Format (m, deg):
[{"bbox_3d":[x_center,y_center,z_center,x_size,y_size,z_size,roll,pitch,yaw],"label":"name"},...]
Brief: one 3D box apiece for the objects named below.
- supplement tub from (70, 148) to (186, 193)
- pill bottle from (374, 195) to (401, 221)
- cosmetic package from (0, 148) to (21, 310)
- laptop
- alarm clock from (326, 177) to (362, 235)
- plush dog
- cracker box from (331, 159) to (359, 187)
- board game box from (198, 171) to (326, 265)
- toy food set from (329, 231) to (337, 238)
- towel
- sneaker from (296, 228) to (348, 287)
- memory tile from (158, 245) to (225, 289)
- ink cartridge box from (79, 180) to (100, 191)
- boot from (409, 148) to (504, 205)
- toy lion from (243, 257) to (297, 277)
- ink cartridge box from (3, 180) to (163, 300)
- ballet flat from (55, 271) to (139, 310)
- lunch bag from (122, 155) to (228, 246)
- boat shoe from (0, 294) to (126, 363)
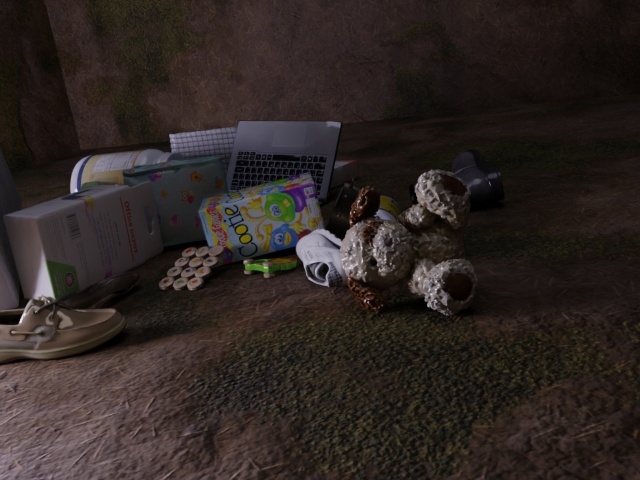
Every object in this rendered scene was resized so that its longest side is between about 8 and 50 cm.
[{"bbox_3d":[-0.572,-0.160,2.130,0.316,0.228,0.228,-3,17,17],"label":"supplement tub"},{"bbox_3d":[0.137,-0.045,1.614,0.103,0.103,0.184,-5,17,11],"label":"pill bottle"},{"bbox_3d":[-0.879,-0.058,1.543,0.327,0.329,0.394,-12,43,-12],"label":"cosmetic package"},{"bbox_3d":[-0.183,-0.210,2.073,0.382,0.408,0.236,6,-12,27],"label":"laptop"},{"bbox_3d":[0.061,-0.071,1.722,0.064,0.129,0.192,23,-16,0],"label":"alarm clock"},{"bbox_3d":[0.148,0.019,1.264,0.225,0.262,0.210,1,-17,-2],"label":"plush dog"},{"bbox_3d":[-0.004,-0.213,2.307,0.155,0.067,0.232,6,23,41],"label":"cracker box"},{"bbox_3d":[-0.137,-0.055,1.670,0.275,0.142,0.144,-15,17,0],"label":"board game box"},{"bbox_3d":[0.000,0.000,1.676,0.083,0.020,0.082,-6,17,7],"label":"toy food set"},{"bbox_3d":[-0.357,-0.266,2.373,0.283,0.235,0.121,-7,13,3],"label":"towel"},{"bbox_3d":[-0.001,0.040,1.445,0.095,0.090,0.235,-26,21,-23],"label":"sneaker"},{"bbox_3d":[-0.286,0.060,1.554,0.113,0.012,0.148,0,37,23],"label":"memory tile"},{"bbox_3d":[-0.630,-0.061,1.930,0.056,0.171,0.235,-12,17,-12],"label":"ink cartridge box"},{"bbox_3d":[0.343,-0.160,1.892,0.222,0.118,0.338,-14,12,0],"label":"boot"},{"bbox_3d":[-0.106,0.054,1.541,0.100,0.034,0.096,6,15,40],"label":"toy lion"},{"bbox_3d":[-0.548,-0.011,1.656,0.119,0.207,0.353,3,19,31],"label":"ink cartridge box"},{"bbox_3d":[-0.474,0.120,1.471,0.084,0.058,0.250,-24,2,29],"label":"ballet flat"},{"bbox_3d":[-0.370,-0.105,1.851,0.262,0.223,0.160,-9,11,-3],"label":"lunch bag"},{"bbox_3d":[-0.514,0.155,1.276,0.302,0.098,0.109,-8,17,1],"label":"boat shoe"}]
